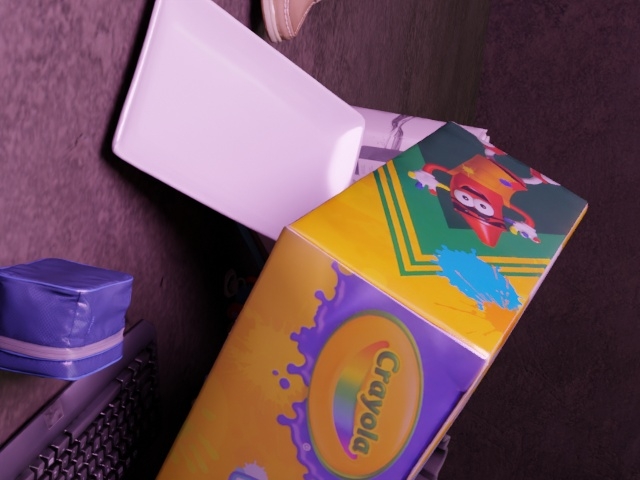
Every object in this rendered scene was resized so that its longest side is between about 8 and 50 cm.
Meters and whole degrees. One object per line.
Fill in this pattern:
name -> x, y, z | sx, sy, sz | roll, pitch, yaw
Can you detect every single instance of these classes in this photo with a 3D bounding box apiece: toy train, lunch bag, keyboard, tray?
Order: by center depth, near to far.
lunch bag -> -0.159, 0.050, 0.624 | 0.098, 0.067, 0.065 | -16, 117, -77
keyboard -> -0.186, 0.204, 0.724 | 0.317, 0.033, 0.201 | -50, 149, -63
tray -> -0.059, -0.085, 0.817 | 0.270, 0.030, 0.145 | 29, 71, -50
toy train -> -0.082, 0.117, 1.050 | 0.125, 0.046, 0.166 | 27, 75, -77

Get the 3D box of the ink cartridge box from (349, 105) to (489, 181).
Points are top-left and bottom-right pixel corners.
ink cartridge box -> 0.072, -0.061, 1.169 | 0.092, 0.218, 0.159 | -52, 150, -63

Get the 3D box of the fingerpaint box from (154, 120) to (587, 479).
fingerpaint box -> 0.016, 0.150, 0.867 | 0.445, 0.163, 0.371 | -62, 168, 27

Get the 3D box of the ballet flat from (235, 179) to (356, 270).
ballet flat -> 0.000, 0.000, 1.042 | 0.400, 0.139, 0.139 | 68, 35, -60

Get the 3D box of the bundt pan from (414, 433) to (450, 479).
bundt pan -> 0.055, 0.399, 1.547 | 0.331, 0.124, 0.331 | -46, 155, -29

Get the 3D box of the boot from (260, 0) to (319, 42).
boot -> 0.040, -0.270, 0.971 | 0.077, 0.165, 0.213 | 80, 23, -56
